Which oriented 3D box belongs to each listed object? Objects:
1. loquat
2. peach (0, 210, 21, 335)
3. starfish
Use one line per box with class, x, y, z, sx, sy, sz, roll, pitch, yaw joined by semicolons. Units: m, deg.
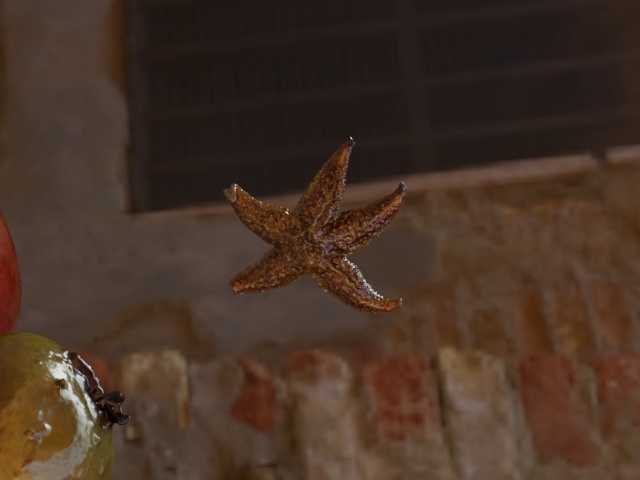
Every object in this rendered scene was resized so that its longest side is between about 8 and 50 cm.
loquat;-0.243;0.162;1.299;0.149;0.204;0.172;37;20;-34
peach;-0.431;0.002;1.418;0.372;0.290;0.372;45;26;-29
starfish;0.000;0.000;1.914;0.227;0.240;0.043;-48;-172;17
